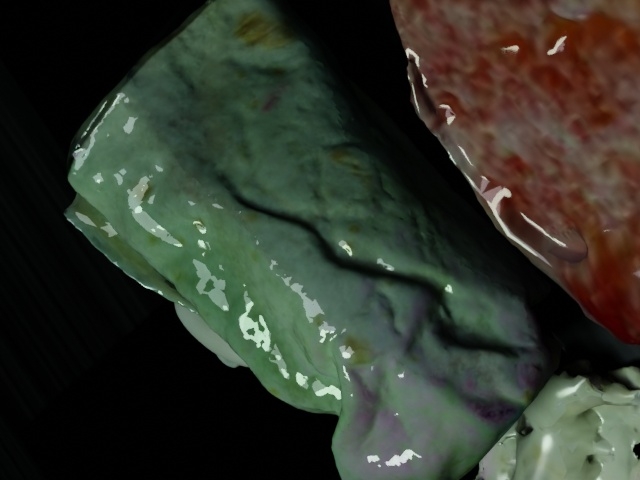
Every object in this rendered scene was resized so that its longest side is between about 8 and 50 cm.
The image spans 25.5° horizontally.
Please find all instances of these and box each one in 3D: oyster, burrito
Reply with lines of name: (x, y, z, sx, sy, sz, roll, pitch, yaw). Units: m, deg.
oyster: (0.113, 0.142, 0.632, 0.191, 0.081, 0.163, -28, 64, 42)
burrito: (0.000, 0.000, 0.612, 0.229, 0.144, 0.089, 44, 176, 13)

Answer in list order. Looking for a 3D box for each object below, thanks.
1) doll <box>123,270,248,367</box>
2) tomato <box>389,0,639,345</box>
doll: (-0.038, 0.028, 0.703, 0.135, 0.071, 0.113, 47, 140, 5)
tomato: (0.182, -0.087, 0.394, 0.309, 0.170, 0.309, 26, 136, 27)
